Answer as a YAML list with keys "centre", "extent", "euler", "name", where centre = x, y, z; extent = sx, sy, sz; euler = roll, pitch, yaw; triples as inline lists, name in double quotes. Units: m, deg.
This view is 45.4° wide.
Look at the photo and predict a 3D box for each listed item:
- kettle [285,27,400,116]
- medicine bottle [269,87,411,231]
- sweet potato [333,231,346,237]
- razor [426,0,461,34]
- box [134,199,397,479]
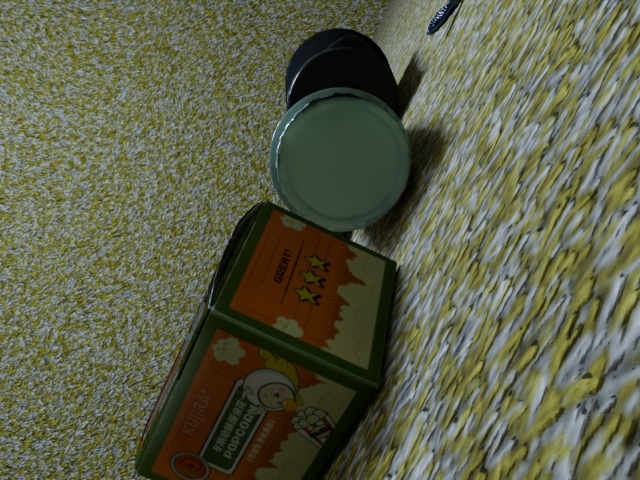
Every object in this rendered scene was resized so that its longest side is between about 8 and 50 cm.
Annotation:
- centre: [0.016, -0.228, 1.317]
  extent: [0.262, 0.203, 0.308]
  euler: [-50, 12, 15]
  name: "kettle"
- centre: [0.019, -0.100, 0.925]
  extent: [0.318, 0.158, 0.158]
  euler: [-97, 33, -81]
  name: "medicine bottle"
- centre: [0.004, 0.006, 1.098]
  extent: [0.112, 0.085, 0.286]
  euler: [-23, 14, 27]
  name: "sweet potato"
- centre: [0.194, -0.358, 1.097]
  extent: [0.044, 0.028, 0.155]
  euler: [92, -157, -82]
  name: "razor"
- centre: [-0.046, 0.103, 0.659]
  extent: [0.195, 0.148, 0.177]
  euler: [-61, 5, 32]
  name: "box"
